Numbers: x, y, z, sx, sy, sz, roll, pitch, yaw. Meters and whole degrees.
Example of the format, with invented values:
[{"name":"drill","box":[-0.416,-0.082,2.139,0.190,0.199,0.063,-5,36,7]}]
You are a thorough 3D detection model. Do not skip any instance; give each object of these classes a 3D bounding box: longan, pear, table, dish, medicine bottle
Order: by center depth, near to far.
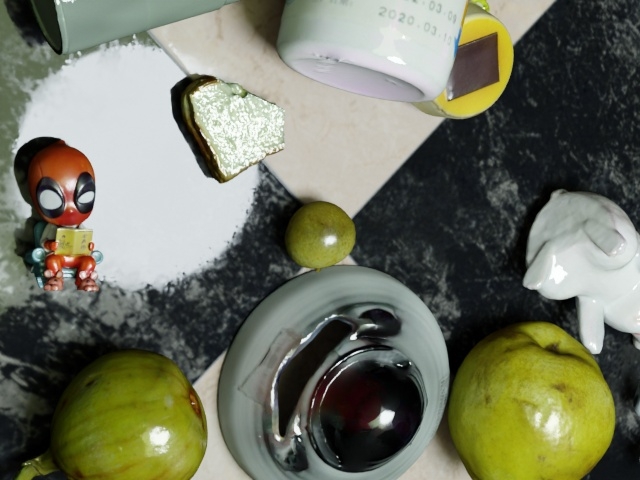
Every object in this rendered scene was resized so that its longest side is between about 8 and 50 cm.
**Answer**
[{"name":"table","box":[-0.145,-0.253,0.918,0.220,0.126,0.126,-22,111,-20]},{"name":"medicine bottle","box":[0.071,-0.289,0.987,0.170,0.170,0.293,17,88,-29]},{"name":"longan","box":[0.000,0.000,1.089,0.075,0.075,0.083,-21,134,-21]},{"name":"dish","box":[0.041,0.171,1.112,0.273,0.134,0.273,-6,104,-25]},{"name":"pear","box":[0.238,0.193,1.188,0.200,0.200,0.200,-7,105,-25]}]

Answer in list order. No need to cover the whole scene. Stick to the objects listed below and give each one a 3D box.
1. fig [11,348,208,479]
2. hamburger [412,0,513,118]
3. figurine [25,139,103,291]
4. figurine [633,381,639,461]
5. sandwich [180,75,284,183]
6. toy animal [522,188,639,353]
[{"name":"fig","box":[-0.198,0.194,1.007,0.186,0.148,0.142,-27,137,23]},{"name":"hamburger","box":[0.136,-0.197,1.099,0.126,0.081,0.141,-37,128,-12]},{"name":"figurine","box":[-0.234,-0.023,0.961,0.068,0.075,0.140,-1,92,-25]},{"name":"figurine","box":[0.499,0.184,1.321,0.265,0.140,0.193,-52,128,-14]},{"name":"sandwich","box":[-0.086,-0.120,1.031,0.093,0.035,0.105,-36,114,-14]},{"name":"toy animal","box":[0.364,0.057,1.239,0.140,0.138,0.282,-37,117,26]}]
